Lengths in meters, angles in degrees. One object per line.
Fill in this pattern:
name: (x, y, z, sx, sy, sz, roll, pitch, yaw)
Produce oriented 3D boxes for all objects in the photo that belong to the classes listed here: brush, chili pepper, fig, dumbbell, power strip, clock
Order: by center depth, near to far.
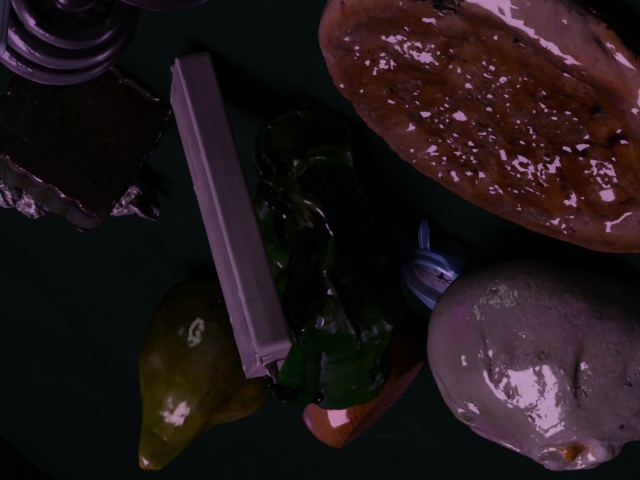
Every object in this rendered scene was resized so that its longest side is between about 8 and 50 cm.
dumbbell: (-0.197, -0.257, 1.481, 0.179, 0.179, 0.406, 39, 158, -16)
power strip: (-0.095, -0.021, 1.720, 0.106, 0.043, 0.367, 113, 143, -69)
chili pepper: (0.008, 0.032, 1.796, 0.385, 0.167, 0.213, 86, 159, -48)
clock: (0.135, 0.031, 1.830, 0.108, 0.045, 0.147, 2, 142, 50)
brush: (0.025, 0.158, 2.116, 0.166, 0.174, 0.266, 43, 178, 12)
fig: (-0.178, 0.195, 2.284, 0.206, 0.275, 0.206, 28, 158, 13)

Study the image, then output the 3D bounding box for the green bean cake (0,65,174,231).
green bean cake: (-0.285, -0.123, 1.890, 0.181, 0.173, 0.094, 33, 157, -8)

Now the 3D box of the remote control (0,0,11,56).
remote control: (-0.289, -0.293, 1.417, 0.051, 0.293, 0.103, 5, 170, -26)

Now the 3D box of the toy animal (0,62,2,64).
toy animal: (-0.413, -0.249, 1.964, 0.136, 0.047, 0.065, 18, 160, 28)

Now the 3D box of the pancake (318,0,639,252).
pancake: (0.161, -0.118, 1.444, 0.382, 0.071, 0.382, 27, 158, 12)

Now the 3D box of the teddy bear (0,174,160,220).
teddy bear: (-0.308, -0.083, 2.127, 0.213, 0.111, 0.133, 3, 174, 8)

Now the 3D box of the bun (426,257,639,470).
bun: (0.236, 0.148, 1.720, 0.283, 0.179, 0.283, 15, 150, 9)
